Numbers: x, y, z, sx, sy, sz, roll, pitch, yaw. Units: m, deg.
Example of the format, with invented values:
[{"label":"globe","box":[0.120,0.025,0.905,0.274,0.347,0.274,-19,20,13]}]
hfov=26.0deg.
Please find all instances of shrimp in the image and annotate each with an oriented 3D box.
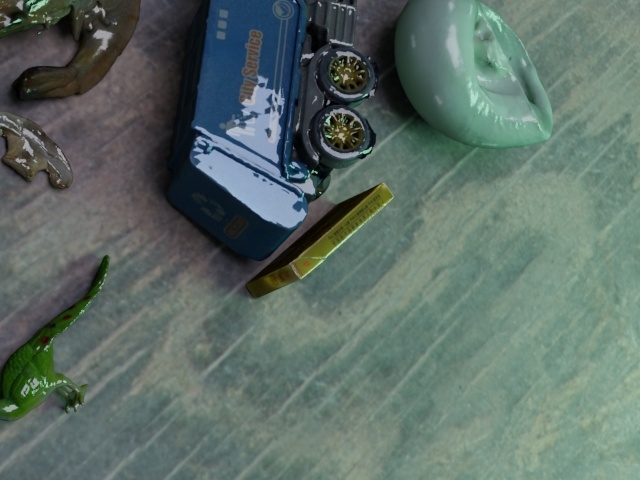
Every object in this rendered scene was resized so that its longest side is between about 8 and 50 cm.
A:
[{"label":"shrimp","box":[-0.254,-0.193,1.281,0.254,0.059,0.145,-51,137,-39]}]

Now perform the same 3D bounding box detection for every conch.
[{"label":"conch","box":[0.170,-0.190,1.546,0.221,0.121,0.185,48,57,-19]}]

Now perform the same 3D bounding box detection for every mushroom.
[{"label":"mushroom","box":[-0.268,-0.084,1.271,0.101,0.019,0.049,38,59,-20]}]

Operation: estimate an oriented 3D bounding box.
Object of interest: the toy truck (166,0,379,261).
[{"label":"toy truck","box":[-0.041,-0.170,1.361,0.175,0.146,0.367,12,69,-15]}]

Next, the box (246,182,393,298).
[{"label":"box","box":[0.000,0.000,1.392,0.022,0.089,0.156,53,52,-7]}]

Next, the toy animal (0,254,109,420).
[{"label":"toy animal","box":[-0.228,0.106,1.233,0.075,0.041,0.217,48,51,-12]}]
